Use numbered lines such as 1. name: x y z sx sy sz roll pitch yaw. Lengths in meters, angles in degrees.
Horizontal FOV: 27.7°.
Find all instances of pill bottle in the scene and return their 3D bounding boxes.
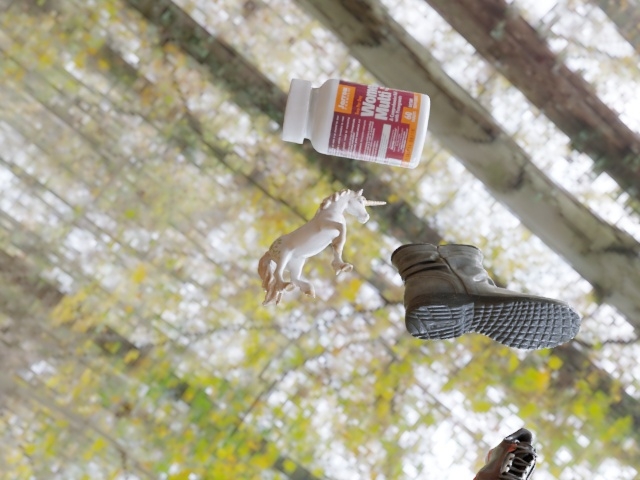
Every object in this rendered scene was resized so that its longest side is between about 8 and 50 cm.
1. pill bottle: 0.055 -0.190 2.055 0.121 0.221 0.121 -170 -90 -90

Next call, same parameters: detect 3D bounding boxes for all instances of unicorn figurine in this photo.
1. unicorn figurine: 0.000 0.000 1.381 0.162 0.060 0.111 -21 -140 2

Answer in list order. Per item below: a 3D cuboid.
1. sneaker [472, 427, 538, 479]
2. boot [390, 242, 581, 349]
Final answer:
1. sneaker: 0.211 0.254 1.446 0.065 0.061 0.158 -59 -178 21
2. boot: 0.222 0.060 1.751 0.161 0.247 0.083 -92 -170 -52
